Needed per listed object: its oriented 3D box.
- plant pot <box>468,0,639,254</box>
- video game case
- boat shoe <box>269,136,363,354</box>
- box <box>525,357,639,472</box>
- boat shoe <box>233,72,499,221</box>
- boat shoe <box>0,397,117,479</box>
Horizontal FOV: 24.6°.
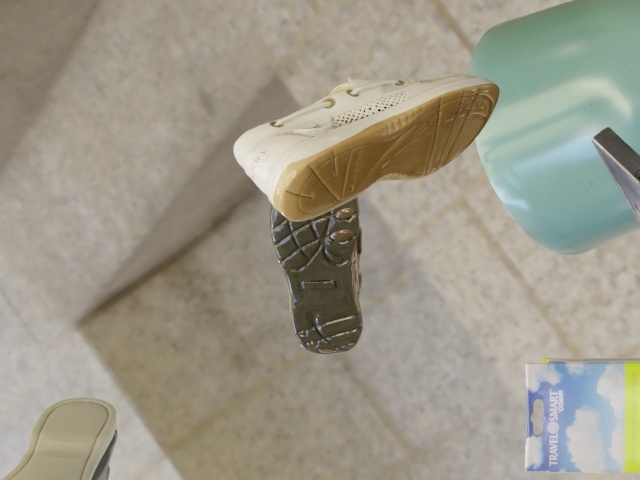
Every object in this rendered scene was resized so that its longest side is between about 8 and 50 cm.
[{"bbox_3d":[0.350,-0.154,1.672,0.235,0.293,0.293,-21,-175,40],"label":"plant pot"},{"bbox_3d":[0.358,0.028,1.339,0.026,0.274,0.196,-38,130,1],"label":"video game case"},{"bbox_3d":[0.000,0.000,2.009,0.123,0.324,0.120,2,-148,6],"label":"boat shoe"},{"bbox_3d":[0.280,0.165,1.393,0.178,0.109,0.042,0,180,-1],"label":"box"},{"bbox_3d":[0.043,-0.105,1.279,0.277,0.096,0.098,-21,141,-41],"label":"boat shoe"},{"bbox_3d":[-0.231,0.223,1.221,0.095,0.079,0.254,1,-156,6],"label":"boat shoe"}]
